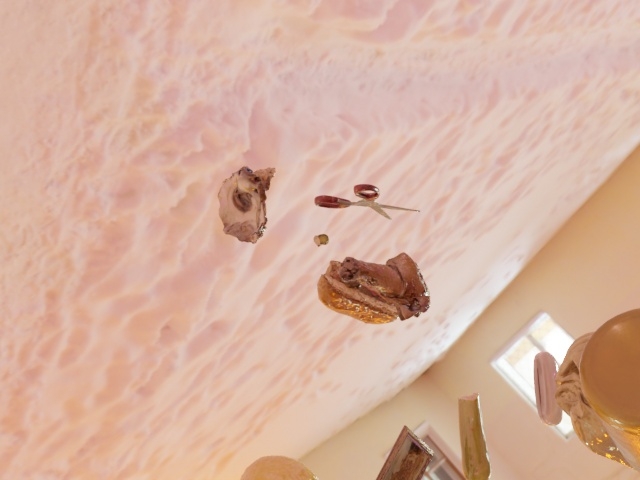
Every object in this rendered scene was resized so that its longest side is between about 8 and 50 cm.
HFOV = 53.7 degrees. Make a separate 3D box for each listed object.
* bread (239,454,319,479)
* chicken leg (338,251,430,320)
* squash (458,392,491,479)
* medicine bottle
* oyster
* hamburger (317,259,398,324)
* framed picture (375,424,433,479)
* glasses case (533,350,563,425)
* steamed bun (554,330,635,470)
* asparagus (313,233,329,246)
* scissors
[{"bbox_3d":[-0.088,0.536,1.269,0.197,0.197,0.170,-52,180,24],"label":"bread"},{"bbox_3d":[0.132,0.074,1.202,0.080,0.196,0.125,-45,-167,42],"label":"chicken leg"},{"bbox_3d":[0.427,0.556,1.777,0.083,0.250,0.083,-3,160,-1],"label":"squash"},{"bbox_3d":[0.610,0.303,1.084,0.224,0.224,0.384,-42,125,-1],"label":"medicine bottle"},{"bbox_3d":[-0.204,-0.101,1.745,0.083,0.222,0.214,-9,106,-46],"label":"oyster"},{"bbox_3d":[0.096,0.160,1.736,0.131,0.262,0.124,-50,-157,32],"label":"hamburger"},{"bbox_3d":[0.200,0.639,1.649,0.274,0.017,0.217,-59,137,-16],"label":"framed picture"},{"bbox_3d":[0.614,0.398,1.707,0.076,0.197,0.049,17,152,-30],"label":"glasses case"},{"bbox_3d":[0.683,0.328,1.426,0.289,0.276,0.203,-49,152,-42],"label":"steamed bun"},{"bbox_3d":[0.000,-0.001,1.333,0.021,0.025,0.108,-20,-178,-9],"label":"asparagus"},{"bbox_3d":[0.111,-0.075,1.333,0.144,0.017,0.247,-13,164,38],"label":"scissors"}]
